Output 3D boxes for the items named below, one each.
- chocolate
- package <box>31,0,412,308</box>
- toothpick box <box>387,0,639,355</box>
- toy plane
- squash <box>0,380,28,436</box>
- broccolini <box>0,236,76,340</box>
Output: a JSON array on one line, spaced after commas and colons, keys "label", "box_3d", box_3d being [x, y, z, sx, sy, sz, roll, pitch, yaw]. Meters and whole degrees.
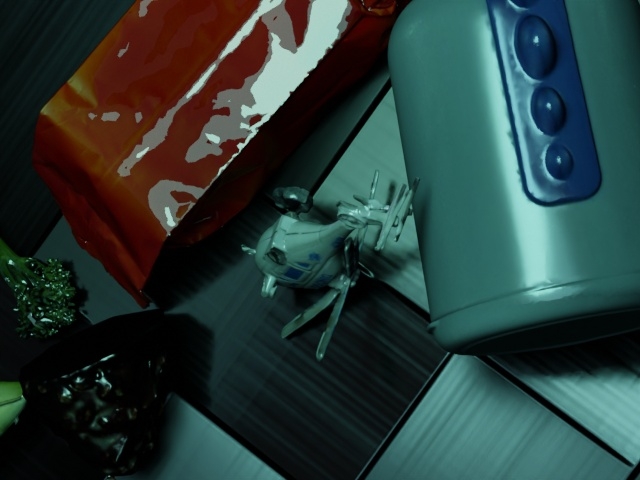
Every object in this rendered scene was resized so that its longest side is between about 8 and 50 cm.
[{"label": "chocolate", "box_3d": [-0.197, 0.157, 1.760, 0.156, 0.156, 0.133, -18, 105, 12]}, {"label": "package", "box_3d": [-0.097, -0.152, 1.758, 0.196, 0.123, 0.423, 44, 94, 17]}, {"label": "toothpick box", "box_3d": [0.185, -0.095, 1.607, 0.263, 0.263, 0.354, -13, 79, 13]}, {"label": "toy plane", "box_3d": [-0.003, 0.010, 1.649, 0.107, 0.273, 0.182, 22, 91, -7]}, {"label": "squash", "box_3d": [-0.415, 0.175, 1.814, 0.169, 0.093, 0.252, 41, 96, -15]}, {"label": "broccolini", "box_3d": [-0.329, -0.010, 1.838, 0.071, 0.057, 0.254, -32, 76, -35]}]
